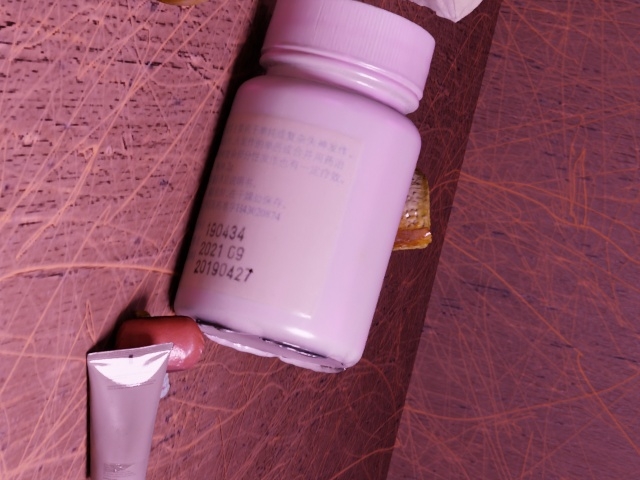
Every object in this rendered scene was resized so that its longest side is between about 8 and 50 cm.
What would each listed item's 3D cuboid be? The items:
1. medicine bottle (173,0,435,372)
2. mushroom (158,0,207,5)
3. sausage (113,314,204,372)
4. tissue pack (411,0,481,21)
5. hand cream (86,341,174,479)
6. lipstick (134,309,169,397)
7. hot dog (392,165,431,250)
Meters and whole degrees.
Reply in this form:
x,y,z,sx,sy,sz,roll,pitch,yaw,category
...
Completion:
x,y,z,sx,sy,sz,roll,pitch,yaw,category
-0.011,-0.061,2.065,0.213,0.213,0.378,46,60,-76,medicine bottle
-0.090,-0.363,1.576,0.128,0.128,0.350,-48,154,-66,mushroom
-0.161,0.105,1.891,0.059,0.094,0.054,-32,-117,57,sausage
0.179,-0.481,2.148,0.380,0.207,0.297,-49,151,-16,tissue pack
-0.194,0.178,1.874,0.054,0.087,0.186,-123,-145,-48,hand cream
-0.177,0.112,1.951,0.037,0.037,0.116,-63,159,-45,lipstick
0.044,-0.077,2.219,0.123,0.261,0.093,-46,157,19,hot dog
